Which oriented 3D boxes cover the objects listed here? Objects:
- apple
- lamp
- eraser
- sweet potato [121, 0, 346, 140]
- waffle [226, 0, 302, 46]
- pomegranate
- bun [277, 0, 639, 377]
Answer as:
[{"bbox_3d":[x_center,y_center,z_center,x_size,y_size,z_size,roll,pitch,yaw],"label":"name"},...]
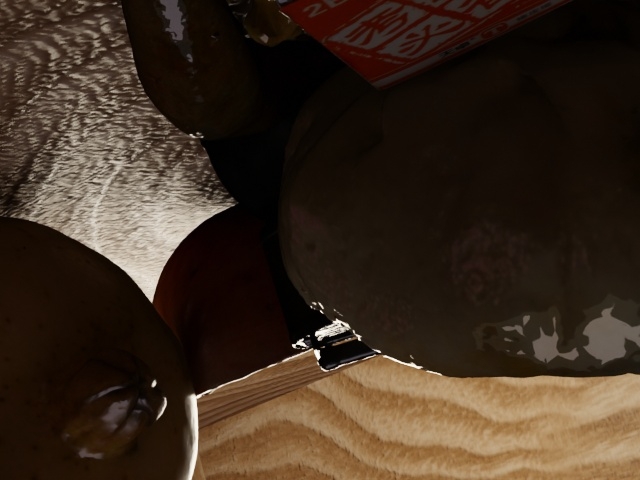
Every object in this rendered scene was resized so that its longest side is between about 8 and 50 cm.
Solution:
[{"bbox_3d":[-0.061,0.041,1.253,0.251,0.163,0.293,-23,177,-26],"label":"apple"},{"bbox_3d":[0.000,0.000,1.039,0.147,0.227,0.172,-15,168,-9],"label":"lamp"},{"bbox_3d":[0.061,-0.146,0.625,0.157,0.038,0.230,-24,165,16],"label":"eraser"},{"bbox_3d":[-0.051,-0.114,0.833,0.108,0.079,0.346,-35,165,20],"label":"sweet potato"},{"bbox_3d":[0.018,-0.196,0.597,0.259,0.069,0.293,-25,166,17],"label":"waffle"},{"bbox_3d":[-0.264,0.162,1.066,0.410,0.410,0.410,-16,168,-4],"label":"pomegranate"},{"bbox_3d":[0.157,-0.051,0.833,0.365,0.219,0.365,0,-159,0],"label":"bun"}]
